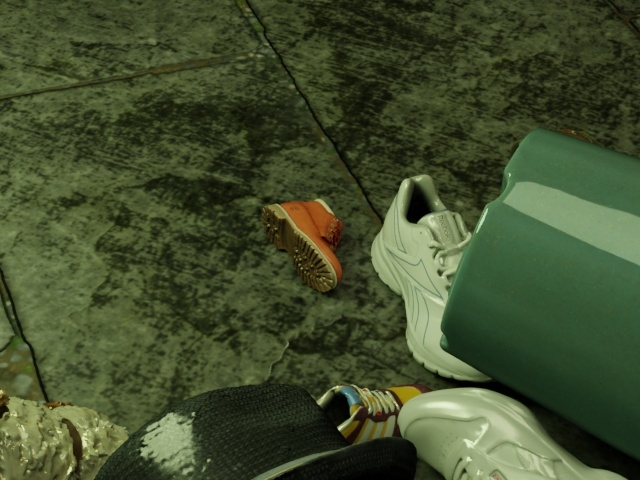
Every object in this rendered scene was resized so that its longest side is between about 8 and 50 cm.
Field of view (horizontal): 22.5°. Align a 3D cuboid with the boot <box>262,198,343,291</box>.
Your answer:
[{"bbox_3d":[0.000,0.000,1.933,0.085,0.059,0.158,-12,40,-24],"label":"boot"}]

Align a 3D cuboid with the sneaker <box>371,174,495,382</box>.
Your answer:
[{"bbox_3d":[0.138,0.044,1.830,0.111,0.129,0.297,-12,43,-21],"label":"sneaker"}]

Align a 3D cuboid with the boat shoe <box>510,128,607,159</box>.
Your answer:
[{"bbox_3d":[0.363,-0.054,1.974,0.104,0.110,0.307,-20,45,-24],"label":"boat shoe"}]

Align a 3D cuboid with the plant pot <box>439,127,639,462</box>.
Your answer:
[{"bbox_3d":[0.320,0.061,1.619,0.334,0.341,0.341,25,44,13],"label":"plant pot"}]

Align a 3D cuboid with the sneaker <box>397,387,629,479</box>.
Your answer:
[{"bbox_3d":[0.191,0.251,1.589,0.305,0.114,0.152,29,46,26],"label":"sneaker"}]

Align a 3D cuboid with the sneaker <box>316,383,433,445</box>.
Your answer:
[{"bbox_3d":[0.049,0.184,1.690,0.185,0.084,0.069,-24,46,-28],"label":"sneaker"}]

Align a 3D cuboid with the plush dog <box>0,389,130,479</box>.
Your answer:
[{"bbox_3d":[-0.274,0.220,1.573,0.225,0.210,0.262,4,33,-43],"label":"plush dog"}]

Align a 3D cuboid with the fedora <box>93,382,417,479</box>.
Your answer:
[{"bbox_3d":[-0.085,0.226,1.442,0.334,0.334,0.152,-21,63,-26],"label":"fedora"}]
